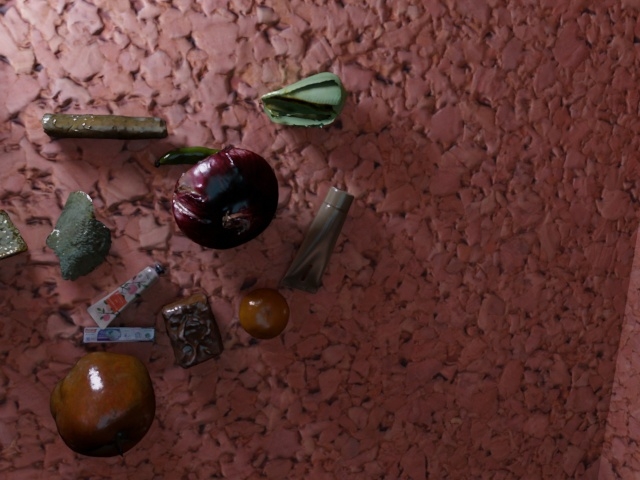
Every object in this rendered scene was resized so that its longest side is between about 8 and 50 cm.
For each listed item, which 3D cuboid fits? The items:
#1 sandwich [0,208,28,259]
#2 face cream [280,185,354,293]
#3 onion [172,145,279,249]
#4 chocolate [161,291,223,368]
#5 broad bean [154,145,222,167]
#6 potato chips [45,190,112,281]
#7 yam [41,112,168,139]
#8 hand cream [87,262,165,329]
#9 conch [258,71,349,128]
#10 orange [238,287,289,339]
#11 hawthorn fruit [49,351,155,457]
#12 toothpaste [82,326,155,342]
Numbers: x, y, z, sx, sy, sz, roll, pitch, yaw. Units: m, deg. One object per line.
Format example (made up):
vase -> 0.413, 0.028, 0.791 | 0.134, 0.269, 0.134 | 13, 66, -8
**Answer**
sandwich -> -0.883, 0.013, 1.518 | 0.235, 0.128, 0.122 | -22, 99, -16
face cream -> 0.000, 0.000, 1.881 | 0.137, 0.084, 0.341 | 20, 99, -32
onion -> -0.247, -0.108, 1.665 | 0.313, 0.232, 0.314 | -22, 133, -27
chocolate -> -0.374, 0.272, 1.774 | 0.148, 0.093, 0.214 | -20, 106, -15
broad bean -> -0.342, -0.236, 1.719 | 0.254, 0.046, 0.065 | -1, 107, -19
potato chips -> -0.656, -0.014, 1.635 | 0.167, 0.059, 0.229 | -20, 106, -7
yam -> -0.568, -0.303, 1.607 | 0.317, 0.071, 0.067 | -2, 144, -18
hand cream -> -0.546, 0.150, 1.708 | 0.234, 0.050, 0.080 | -40, 75, -10
conch -> -0.036, -0.395, 1.756 | 0.250, 0.137, 0.144 | -26, 109, -14
orange -> -0.172, 0.221, 1.827 | 0.156, 0.124, 0.156 | 3, 81, -21
hawthorn fruit -> -0.571, 0.452, 1.619 | 0.267, 0.301, 0.268 | -19, 130, -25
toothpaste -> -0.574, 0.267, 1.725 | 0.196, 0.040, 0.047 | 3, 95, -21
